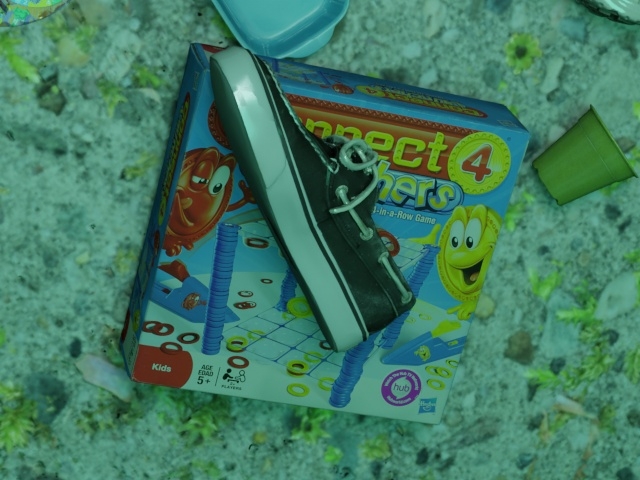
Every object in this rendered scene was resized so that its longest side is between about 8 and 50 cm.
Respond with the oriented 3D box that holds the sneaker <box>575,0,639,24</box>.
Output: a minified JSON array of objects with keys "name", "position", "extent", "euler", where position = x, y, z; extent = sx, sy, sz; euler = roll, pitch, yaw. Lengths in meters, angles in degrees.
[{"name":"sneaker","position":[0.254,-0.272,1.500],"extent":[0.232,0.090,0.115],"euler":[23,96,-19]}]

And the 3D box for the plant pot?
[{"name":"plant pot","position":[0.247,-0.074,1.565],"extent":[0.079,0.083,0.083],"euler":[-33,111,10]}]

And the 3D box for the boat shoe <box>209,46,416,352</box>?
[{"name":"boat shoe","position":[0.003,-0.043,1.375],"extent":[0.105,0.113,0.306],"euler":[-28,118,-6]}]

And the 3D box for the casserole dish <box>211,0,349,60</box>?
[{"name":"casserole dish","position":[-0.054,-0.249,1.461],"extent":[0.114,0.037,0.188],"euler":[-33,111,-2]}]

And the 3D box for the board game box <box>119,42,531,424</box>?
[{"name":"board game box","position":[0.000,0.000,1.501],"extent":[0.308,0.086,0.302],"euler":[9,111,-15]}]

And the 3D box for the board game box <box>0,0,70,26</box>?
[{"name":"board game box","position":[-0.270,-0.266,1.407],"extent":[0.133,0.033,0.168],"euler":[-38,111,0]}]
